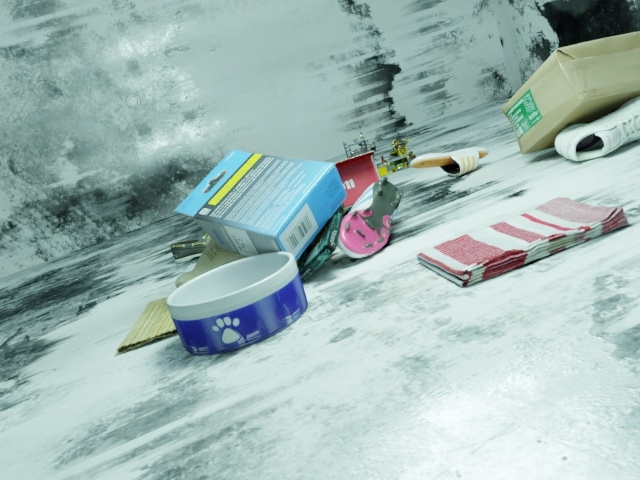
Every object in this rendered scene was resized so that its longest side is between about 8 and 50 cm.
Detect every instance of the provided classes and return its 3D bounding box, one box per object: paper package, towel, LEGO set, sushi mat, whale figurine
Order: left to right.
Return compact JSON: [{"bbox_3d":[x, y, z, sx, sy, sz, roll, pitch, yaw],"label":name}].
[{"bbox_3d":[-0.370,0.179,1.490,0.151,0.019,0.316,-17,13,1],"label":"sushi mat"},{"bbox_3d":[-0.217,0.063,1.556,0.272,0.141,0.216,-40,43,-14],"label":"whale figurine"},{"bbox_3d":[0.219,-0.364,2.593,0.331,0.192,0.255,-17,12,7],"label":"LEGO set"},{"bbox_3d":[0.367,-0.008,1.200,0.328,0.037,0.237,-20,12,-7],"label":"towel"},{"bbox_3d":[0.725,-0.407,1.773,0.309,0.168,0.325,-14,-14,-16],"label":"paper package"}]

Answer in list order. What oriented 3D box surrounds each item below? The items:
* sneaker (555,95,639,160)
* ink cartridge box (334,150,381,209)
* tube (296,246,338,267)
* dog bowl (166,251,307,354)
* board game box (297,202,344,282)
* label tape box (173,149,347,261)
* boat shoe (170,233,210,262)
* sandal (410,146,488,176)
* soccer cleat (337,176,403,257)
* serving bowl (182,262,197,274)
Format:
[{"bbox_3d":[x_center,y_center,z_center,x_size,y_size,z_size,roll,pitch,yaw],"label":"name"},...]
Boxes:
[{"bbox_3d":[0.782,-0.280,1.659,0.305,0.114,0.152,-24,17,16],"label":"sneaker"},{"bbox_3d":[0.021,-0.134,1.874,0.309,0.130,0.272,-20,-4,-8],"label":"ink cartridge box"},{"bbox_3d":[-0.063,0.051,1.521,0.070,0.062,0.240,38,37,28],"label":"tube"},{"bbox_3d":[-0.162,0.119,1.253,0.264,0.104,0.265,-17,12,4],"label":"dog bowl"},{"bbox_3d":[0.000,0.000,1.456,0.126,0.026,0.186,-47,16,33],"label":"board game box"},{"bbox_3d":[-0.141,-0.085,1.483,0.333,0.106,0.241,13,53,38],"label":"label tape box"},{"bbox_3d":[-0.395,0.013,2.134,0.227,0.069,0.081,-17,12,7],"label":"boat shoe"},{"bbox_3d":[0.416,-0.238,2.032,0.265,0.076,0.102,-10,-13,-12],"label":"sandal"},{"bbox_3d":[0.110,-0.031,1.560,0.143,0.116,0.331,-51,0,39],"label":"soccer cleat"},{"bbox_3d":[-0.375,0.086,1.885,0.083,0.027,0.083,-18,11,4],"label":"serving bowl"}]
